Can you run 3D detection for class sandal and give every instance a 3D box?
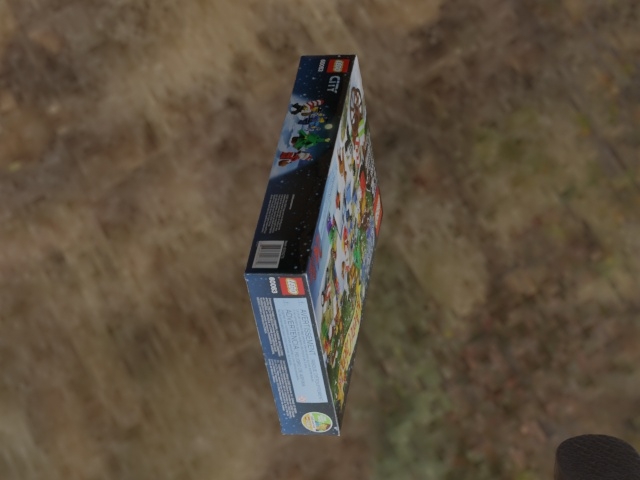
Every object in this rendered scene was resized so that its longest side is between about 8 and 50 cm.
[{"bbox_3d":[0.246,0.245,1.468,0.097,0.254,0.054,1,117,-2],"label":"sandal"}]

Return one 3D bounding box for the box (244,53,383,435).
[{"bbox_3d":[0.000,0.000,1.321,0.044,0.233,0.159,0,134,13],"label":"box"}]
